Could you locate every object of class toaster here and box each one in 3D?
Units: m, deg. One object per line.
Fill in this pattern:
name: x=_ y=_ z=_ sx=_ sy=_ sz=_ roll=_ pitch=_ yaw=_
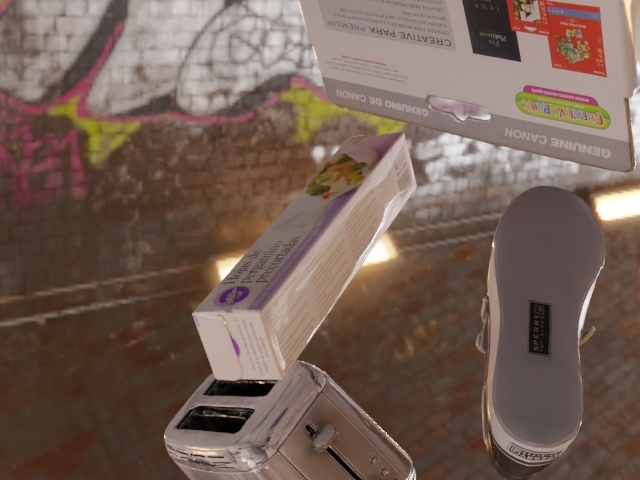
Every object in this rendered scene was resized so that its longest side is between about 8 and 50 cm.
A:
toaster: x=-0.037 y=0.190 z=0.874 sx=0.129 sy=0.146 sz=0.227 roll=-49 pitch=-159 yaw=-29

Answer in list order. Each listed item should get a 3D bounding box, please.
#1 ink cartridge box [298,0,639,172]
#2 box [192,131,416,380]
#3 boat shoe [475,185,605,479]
ink cartridge box: x=0.121 y=-0.220 z=0.753 sx=0.309 sy=0.272 sz=0.130 roll=21 pitch=-129 yaw=39
box: x=0.000 y=0.000 z=0.858 sx=0.063 sy=0.067 sz=0.324 roll=-3 pitch=-151 yaw=28
boat shoe: x=0.210 y=0.086 z=0.965 sx=0.113 sy=0.105 sz=0.306 roll=9 pitch=-126 yaw=-1
